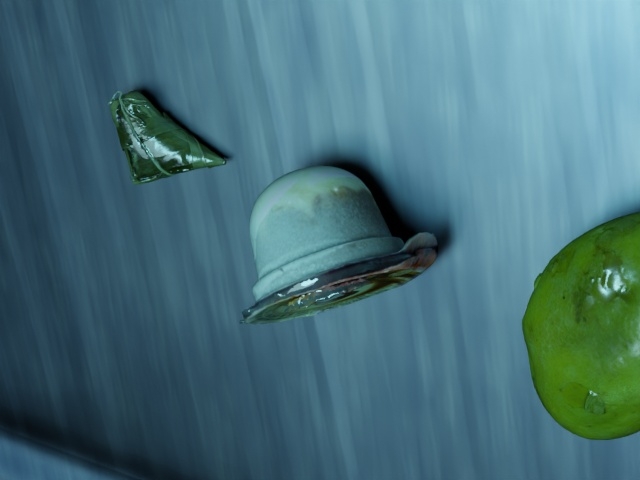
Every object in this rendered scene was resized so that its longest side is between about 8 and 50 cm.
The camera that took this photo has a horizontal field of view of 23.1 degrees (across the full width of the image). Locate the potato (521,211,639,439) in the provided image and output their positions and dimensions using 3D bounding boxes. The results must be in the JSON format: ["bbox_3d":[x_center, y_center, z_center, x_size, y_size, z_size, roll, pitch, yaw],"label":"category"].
[{"bbox_3d":[0.286,0.083,1.490,0.186,0.148,0.253,30,125,14],"label":"potato"}]

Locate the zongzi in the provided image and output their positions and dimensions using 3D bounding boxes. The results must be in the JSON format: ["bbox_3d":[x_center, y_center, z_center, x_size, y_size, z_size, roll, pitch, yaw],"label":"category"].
[{"bbox_3d":[-0.171,-0.125,1.744,0.119,0.055,0.109,-11,105,24],"label":"zongzi"}]

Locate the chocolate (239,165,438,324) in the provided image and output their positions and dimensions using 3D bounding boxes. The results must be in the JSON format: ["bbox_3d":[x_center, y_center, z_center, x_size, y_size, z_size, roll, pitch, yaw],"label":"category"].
[{"bbox_3d":[0.004,-0.005,1.625,0.221,0.221,0.147,-18,83,37],"label":"chocolate"}]
